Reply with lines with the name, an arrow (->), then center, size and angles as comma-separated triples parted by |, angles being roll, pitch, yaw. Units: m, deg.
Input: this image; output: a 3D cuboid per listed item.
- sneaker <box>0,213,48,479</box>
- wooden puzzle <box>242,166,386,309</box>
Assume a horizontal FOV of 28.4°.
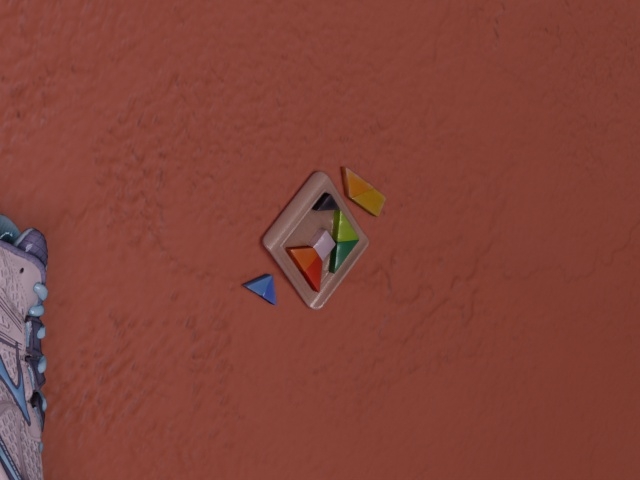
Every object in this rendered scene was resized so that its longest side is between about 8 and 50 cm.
sneaker -> -0.173, 0.053, 0.628 | 0.122, 0.110, 0.283 | -41, 125, -33
wooden puzzle -> 0.000, 0.000, 0.842 | 0.078, 0.014, 0.116 | 46, 69, -40
